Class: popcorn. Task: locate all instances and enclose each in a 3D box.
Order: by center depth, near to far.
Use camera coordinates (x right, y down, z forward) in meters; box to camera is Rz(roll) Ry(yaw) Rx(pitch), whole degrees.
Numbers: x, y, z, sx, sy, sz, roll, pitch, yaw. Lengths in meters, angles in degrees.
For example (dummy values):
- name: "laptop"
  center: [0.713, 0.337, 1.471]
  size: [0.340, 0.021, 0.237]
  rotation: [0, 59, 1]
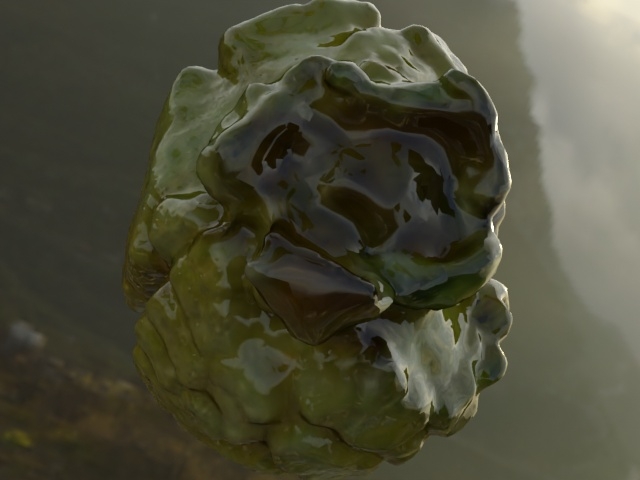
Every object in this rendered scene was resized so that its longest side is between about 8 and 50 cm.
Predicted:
- name: "popcorn"
  center: [0.000, 0.000, 0.959]
  size: [0.224, 0.258, 0.270]
  rotation: [6, 31, 5]
